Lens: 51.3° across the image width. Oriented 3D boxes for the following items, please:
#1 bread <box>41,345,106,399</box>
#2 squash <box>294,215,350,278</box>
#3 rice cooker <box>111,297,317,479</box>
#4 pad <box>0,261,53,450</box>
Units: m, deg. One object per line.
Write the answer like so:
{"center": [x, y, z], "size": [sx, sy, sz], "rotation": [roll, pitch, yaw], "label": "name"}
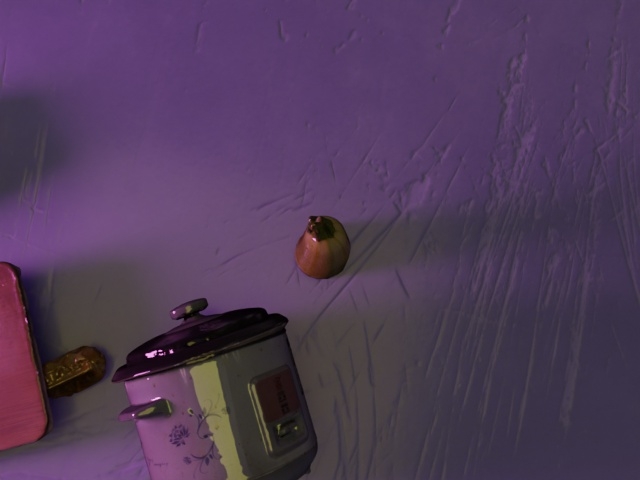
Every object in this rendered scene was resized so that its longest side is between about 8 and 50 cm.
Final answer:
{"center": [-0.393, 0.209, 1.055], "size": [0.110, 0.060, 0.066], "rotation": [-24, 97, -11], "label": "bread"}
{"center": [0.000, 0.000, 1.040], "size": [0.094, 0.224, 0.094], "rotation": [0, 78, 1], "label": "squash"}
{"center": [-0.148, 0.230, 0.975], "size": [0.316, 0.264, 0.317], "rotation": [19, 62, -40], "label": "rice cooker"}
{"center": [-0.570, 0.198, 1.031], "size": [0.286, 0.018, 0.284], "rotation": [-16, 83, 6], "label": "pad"}
